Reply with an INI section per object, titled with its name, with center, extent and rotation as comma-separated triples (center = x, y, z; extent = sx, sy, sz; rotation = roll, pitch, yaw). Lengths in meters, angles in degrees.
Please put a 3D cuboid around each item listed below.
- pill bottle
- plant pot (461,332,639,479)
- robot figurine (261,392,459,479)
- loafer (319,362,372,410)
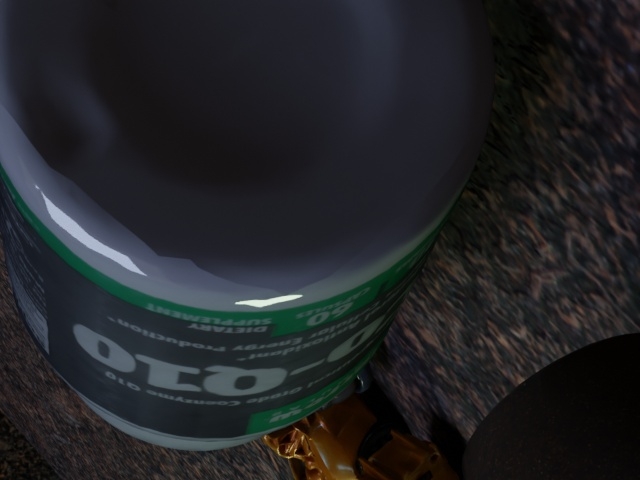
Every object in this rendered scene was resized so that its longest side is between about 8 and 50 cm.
[pill bottle]
center = -0.049, -0.021, 0.879
extent = 0.204, 0.204, 0.361
rotation = 49, 164, 10
[plant pot]
center = 0.158, 0.156, 0.751
extent = 0.230, 0.215, 0.215
rotation = 59, 170, 31
[robot figurine]
center = 0.064, 0.220, 1.291
extent = 0.211, 0.085, 0.291
rotation = 34, 156, 49
[loafer]
center = -0.089, -0.005, 1.201
extent = 0.302, 0.095, 0.109
rotation = 53, 165, 1
